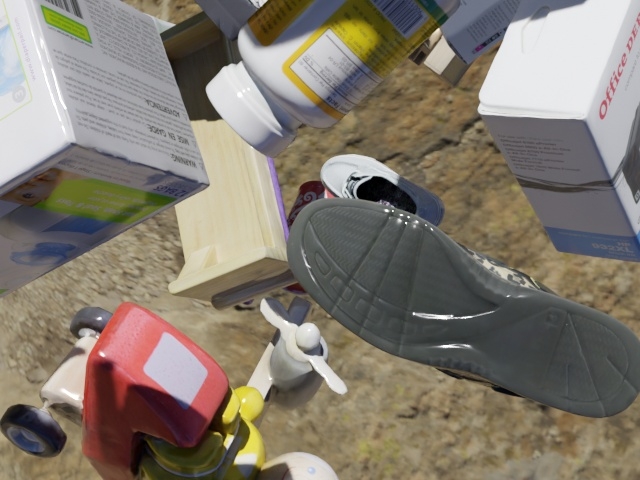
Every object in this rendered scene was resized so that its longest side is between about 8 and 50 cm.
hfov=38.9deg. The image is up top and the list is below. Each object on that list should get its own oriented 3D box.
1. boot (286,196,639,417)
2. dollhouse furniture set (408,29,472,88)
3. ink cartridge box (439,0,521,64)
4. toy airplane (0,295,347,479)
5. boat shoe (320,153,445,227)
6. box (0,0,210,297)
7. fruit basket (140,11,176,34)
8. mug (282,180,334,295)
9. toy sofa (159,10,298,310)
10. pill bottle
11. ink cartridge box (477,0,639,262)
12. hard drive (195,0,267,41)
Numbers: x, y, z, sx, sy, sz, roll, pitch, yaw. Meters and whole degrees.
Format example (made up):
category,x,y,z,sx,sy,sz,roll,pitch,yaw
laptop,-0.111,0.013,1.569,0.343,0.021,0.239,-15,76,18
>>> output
category,x,y,z,sx,sy,sz,roll,pitch,yaw
boot,0.095,0.052,0.637,0.236,0.178,0.085,24,87,10
dollhouse furniture set,0.207,-0.441,1.780,0.242,0.212,0.161,41,100,23
ink cartridge box,0.292,-0.455,1.337,0.330,0.324,0.071,-33,130,19
toy airplane,-0.104,0.249,0.888,0.272,0.384,0.386,8,91,22
boat shoe,0.076,-0.077,1.336,0.081,0.227,0.079,11,102,-52
box,-0.178,-0.037,0.455,0.203,0.114,0.103,-26,75,19
fruit basket,-0.290,-0.280,1.761,0.165,0.353,0.327,-9,90,12
mug,-0.008,-0.006,1.505,0.113,0.150,0.169,42,55,-23
toy sofa,-0.120,-0.101,1.195,0.177,0.150,0.363,21,52,-60
pill bottle,0.005,-0.170,0.769,0.208,0.117,0.117,-42,110,14
ink cartridge box,0.326,-0.147,1.073,0.307,0.129,0.223,47,62,-47
hard drive,-0.139,-0.419,1.132,0.064,0.339,0.237,-30,118,26
